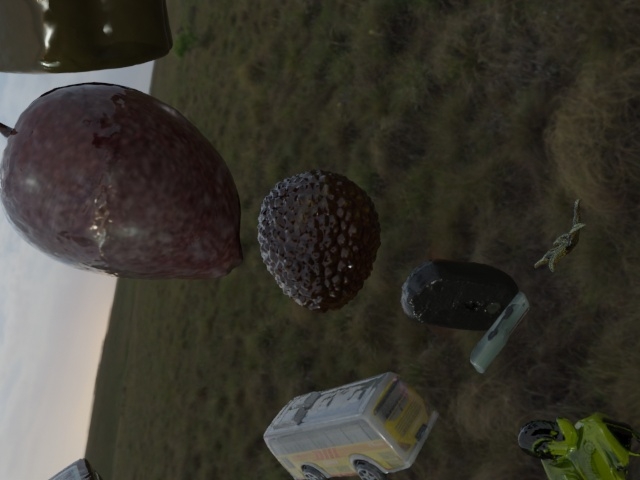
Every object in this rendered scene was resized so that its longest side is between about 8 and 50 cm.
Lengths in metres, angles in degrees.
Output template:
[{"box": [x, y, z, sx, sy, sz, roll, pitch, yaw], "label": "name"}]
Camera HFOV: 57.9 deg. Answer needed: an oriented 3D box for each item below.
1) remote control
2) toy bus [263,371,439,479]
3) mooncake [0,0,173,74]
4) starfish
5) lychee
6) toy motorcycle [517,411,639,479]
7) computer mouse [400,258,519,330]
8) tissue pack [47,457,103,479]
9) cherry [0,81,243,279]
[{"box": [0.346, 0.178, 1.103, 0.166, 0.065, 0.029, -50, 48, -7], "label": "remote control"}, {"box": [0.025, 0.239, 0.720, 0.092, 0.106, 0.268, -46, 7, -38], "label": "toy bus"}, {"box": [-0.534, -0.494, 1.179, 0.467, 0.466, 0.263, -120, 29, -62], "label": "mooncake"}, {"box": [0.556, 0.011, 1.331, 0.176, 0.053, 0.208, -50, -19, -29], "label": "starfish"}, {"box": [0.000, 0.000, 1.046, 0.236, 0.235, 0.272, 125, 150, -52], "label": "lychee"}, {"box": [0.526, 0.452, 1.109, 0.205, 0.343, 0.142, -18, 23, 28], "label": "toy motorcycle"}, {"box": [0.355, 0.139, 1.488, 0.116, 0.322, 0.183, -118, 39, -64], "label": "computer mouse"}, {"box": [-0.476, 0.514, 1.050, 0.226, 0.183, 0.092, 10, 131, 58], "label": "tissue pack"}, {"box": [-0.211, -0.055, 0.633, 0.203, 0.300, 0.230, -63, 20, -11], "label": "cherry"}]
